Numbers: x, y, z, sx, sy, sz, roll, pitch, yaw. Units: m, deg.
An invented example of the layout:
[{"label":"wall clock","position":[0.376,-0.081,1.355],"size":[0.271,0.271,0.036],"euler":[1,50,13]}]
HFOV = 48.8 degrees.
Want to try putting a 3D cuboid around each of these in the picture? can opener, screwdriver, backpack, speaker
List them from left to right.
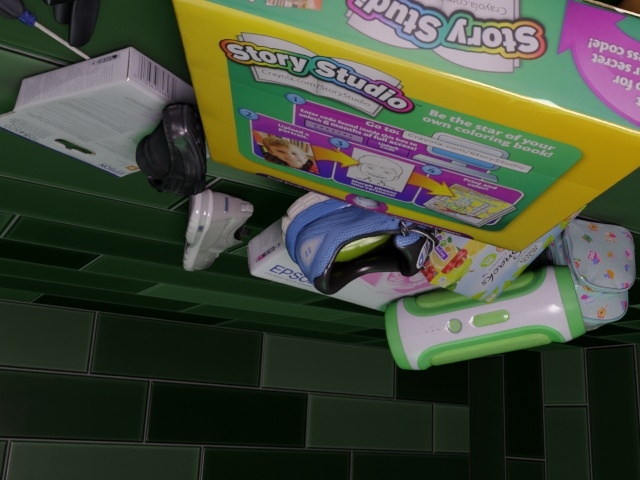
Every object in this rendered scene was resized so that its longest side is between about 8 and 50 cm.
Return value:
[{"label":"screwdriver","position":[-0.269,-0.207,0.689],"size":[0.025,0.024,0.170],"euler":[27,179,28]},{"label":"can opener","position":[-0.205,-0.216,0.589],"size":[0.073,0.059,0.186],"euler":[-20,-176,-22]},{"label":"speaker","position":[0.260,0.126,1.134],"size":[0.297,0.131,0.131],"euler":[-15,160,18]},{"label":"backpack","position":[0.452,0.059,1.218],"size":[0.166,0.188,0.144],"euler":[8,164,-16]}]

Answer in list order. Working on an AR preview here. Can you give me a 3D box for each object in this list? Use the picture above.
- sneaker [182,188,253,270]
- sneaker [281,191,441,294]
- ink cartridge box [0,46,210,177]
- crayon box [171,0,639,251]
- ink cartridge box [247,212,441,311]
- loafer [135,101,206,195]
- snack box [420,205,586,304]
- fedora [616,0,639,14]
[{"label":"sneaker","position":[-0.182,-0.005,1.250],"size":[0.115,0.105,0.281],"euler":[6,164,-11]},{"label":"sneaker","position":[0.120,-0.030,0.859],"size":[0.330,0.147,0.130],"euler":[-29,139,6]},{"label":"ink cartridge box","position":[-0.237,-0.145,0.854],"size":[0.224,0.045,0.223],"euler":[-7,164,27]},{"label":"crayon box","position":[0.071,-0.122,0.643],"size":[0.363,0.106,0.313],"euler":[17,164,1]},{"label":"ink cartridge box","position":[0.115,-0.004,1.070],"size":[0.324,0.071,0.330],"euler":[19,141,-39]},{"label":"loafer","position":[-0.169,-0.095,0.796],"size":[0.078,0.076,0.223],"euler":[-5,171,-11]},{"label":"snack box","position":[0.251,-0.016,0.997],"size":[0.174,0.070,0.207],"euler":[21,117,-47]},{"label":"fedora","position":[0.310,-0.166,0.622],"size":[0.194,0.079,0.194],"euler":[3,164,1]}]
